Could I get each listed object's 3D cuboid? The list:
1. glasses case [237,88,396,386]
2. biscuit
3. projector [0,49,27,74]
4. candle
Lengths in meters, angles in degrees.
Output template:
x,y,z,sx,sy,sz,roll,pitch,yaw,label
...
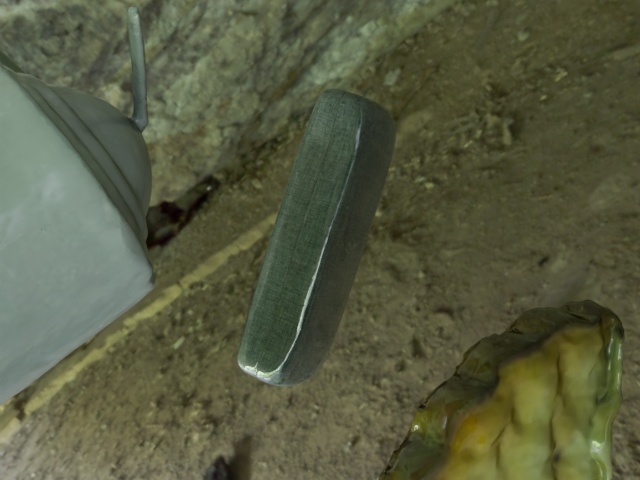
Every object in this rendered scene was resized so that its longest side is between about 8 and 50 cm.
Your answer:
x,y,z,sx,sy,sz,roll,pitch,yaw,label
0.000,0.000,0.730,0.131,0.074,0.323,12,-83,-70,glasses case
0.162,0.204,0.531,0.078,0.329,0.335,14,66,49,biscuit
-0.434,-0.221,0.690,0.108,0.337,0.108,-26,39,23,projector
-0.243,0.008,0.430,0.343,0.221,0.221,-38,14,-20,candle
